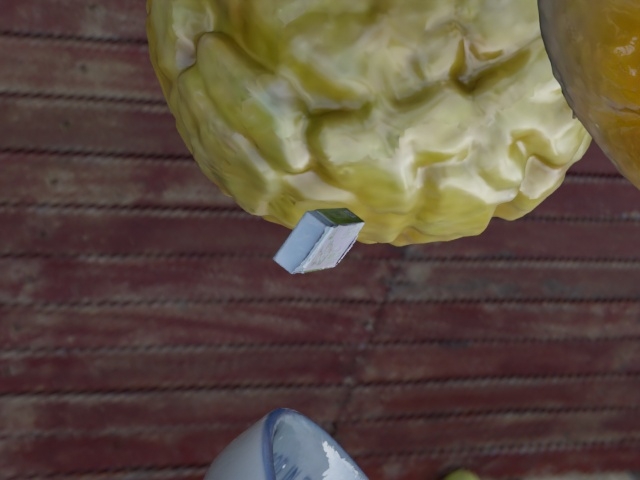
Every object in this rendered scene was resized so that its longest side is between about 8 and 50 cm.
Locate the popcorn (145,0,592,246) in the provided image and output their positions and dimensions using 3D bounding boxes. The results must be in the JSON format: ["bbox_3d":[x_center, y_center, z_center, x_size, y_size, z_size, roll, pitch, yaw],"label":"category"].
[{"bbox_3d":[0.042,-0.148,1.242,0.354,0.390,0.344,-39,154,-26],"label":"popcorn"}]

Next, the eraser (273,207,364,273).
[{"bbox_3d":[0.000,0.000,0.860,0.038,0.019,0.083,-53,167,11],"label":"eraser"}]

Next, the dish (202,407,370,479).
[{"bbox_3d":[-0.005,0.224,0.648,0.134,0.273,0.273,-30,135,8],"label":"dish"}]

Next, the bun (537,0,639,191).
[{"bbox_3d":[0.237,-0.114,0.618,0.299,0.165,0.298,4,113,10],"label":"bun"}]
